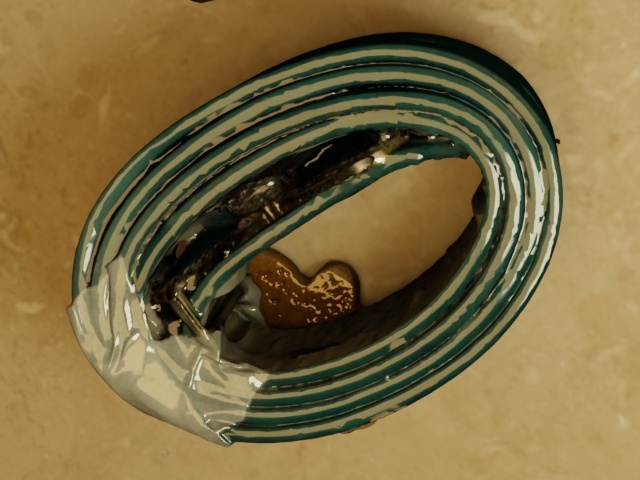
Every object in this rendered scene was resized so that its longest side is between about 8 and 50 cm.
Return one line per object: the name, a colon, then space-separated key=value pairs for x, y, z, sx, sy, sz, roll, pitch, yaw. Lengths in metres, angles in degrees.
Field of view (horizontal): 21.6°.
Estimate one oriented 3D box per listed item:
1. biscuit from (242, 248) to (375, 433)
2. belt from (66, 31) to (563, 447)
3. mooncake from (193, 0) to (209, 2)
biscuit: x=-0.032 y=0.085 z=1.557 sx=0.225 sy=0.036 sz=0.166 roll=24 pitch=105 yaw=6
belt: x=0.001 y=-0.001 z=1.430 sx=0.436 sy=0.173 sz=0.300 roll=-28 pitch=96 yaw=15
mooncake: x=-0.062 y=-0.357 z=1.345 sx=0.324 sy=0.187 sz=0.324 roll=3 pitch=106 yaw=12
